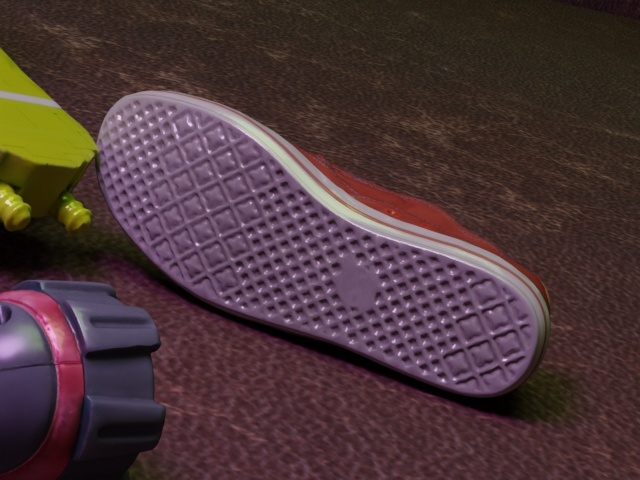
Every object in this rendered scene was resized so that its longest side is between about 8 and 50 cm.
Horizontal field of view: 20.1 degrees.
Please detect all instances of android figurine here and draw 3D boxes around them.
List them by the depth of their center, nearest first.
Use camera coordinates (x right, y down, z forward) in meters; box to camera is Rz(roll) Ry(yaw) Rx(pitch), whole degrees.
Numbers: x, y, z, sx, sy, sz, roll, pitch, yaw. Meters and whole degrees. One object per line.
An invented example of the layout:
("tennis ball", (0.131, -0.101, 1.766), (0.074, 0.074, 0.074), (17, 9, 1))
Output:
("android figurine", (-0.252, -0.097, 1.159), (0.273, 0.056, 0.248), (43, 17, 21))

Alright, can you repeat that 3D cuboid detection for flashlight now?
("flashlight", (-0.214, 0.066, 0.760), (0.304, 0.103, 0.103), (3, 22, -41))

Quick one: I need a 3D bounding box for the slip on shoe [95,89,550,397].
("slip on shoe", (0.000, 0.000, 1.166), (0.331, 0.123, 0.101), (25, 15, 15))
